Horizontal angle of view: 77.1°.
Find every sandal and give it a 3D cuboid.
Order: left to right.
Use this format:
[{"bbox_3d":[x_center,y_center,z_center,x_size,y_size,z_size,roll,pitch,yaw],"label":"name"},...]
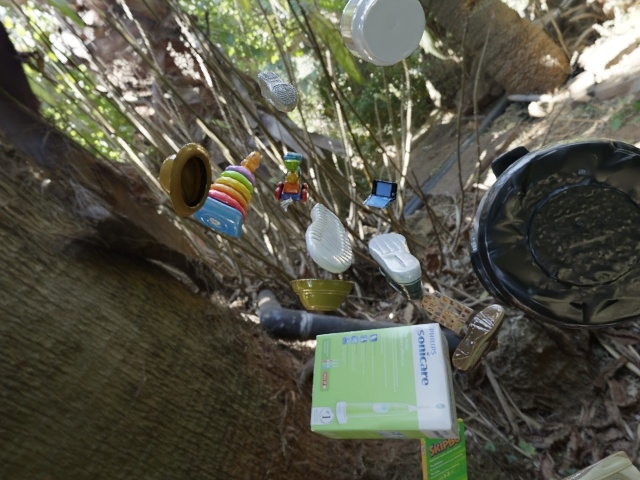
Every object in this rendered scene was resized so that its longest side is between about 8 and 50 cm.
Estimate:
[{"bbox_3d":[0.012,0.010,1.273,0.102,0.169,0.416,-48,12,19],"label":"sandal"}]

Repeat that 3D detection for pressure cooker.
[{"bbox_3d":[0.540,-0.016,0.902,0.420,0.375,0.370,-13,-64,-70],"label":"pressure cooker"}]

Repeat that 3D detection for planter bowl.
[{"bbox_3d":[0.005,0.184,1.323,0.217,0.217,0.090,-17,67,54],"label":"planter bowl"}]

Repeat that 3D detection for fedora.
[{"bbox_3d":[-0.355,-0.158,1.035,0.079,0.194,0.194,15,40,15],"label":"fedora"}]

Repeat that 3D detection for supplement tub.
[{"bbox_3d":[0.127,-0.449,0.842,0.144,0.144,0.200,-37,28,12],"label":"supplement tub"}]

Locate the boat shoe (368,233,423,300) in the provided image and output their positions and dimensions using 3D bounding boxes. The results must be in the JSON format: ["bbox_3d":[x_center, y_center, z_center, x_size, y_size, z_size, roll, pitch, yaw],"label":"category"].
[{"bbox_3d":[0.223,0.077,1.225,0.121,0.119,0.335,-13,21,3],"label":"boat shoe"}]

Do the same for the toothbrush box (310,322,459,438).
[{"bbox_3d":[0.134,0.309,0.869,0.283,0.122,0.206,-12,54,21],"label":"toothbrush box"}]

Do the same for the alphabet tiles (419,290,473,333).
[{"bbox_3d":[0.632,0.359,2.058,0.009,0.237,0.198,-44,-26,-41],"label":"alphabet tiles"}]

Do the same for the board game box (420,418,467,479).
[{"bbox_3d":[0.344,0.628,1.113,0.124,0.260,0.039,-3,1,-15],"label":"board game box"}]

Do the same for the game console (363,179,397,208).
[{"bbox_3d":[0.251,-0.195,1.686,0.122,0.107,0.071,17,19,38],"label":"game console"}]

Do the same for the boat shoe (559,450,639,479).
[{"bbox_3d":[0.611,0.637,0.967,0.341,0.121,0.110,-34,53,9],"label":"boat shoe"}]

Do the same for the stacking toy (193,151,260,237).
[{"bbox_3d":[-0.273,-0.178,1.302,0.175,0.165,0.302,117,177,-63],"label":"stacking toy"}]

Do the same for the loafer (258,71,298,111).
[{"bbox_3d":[-0.162,-0.564,1.561,0.102,0.092,0.268,-18,50,-18],"label":"loafer"}]

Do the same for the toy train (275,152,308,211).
[{"bbox_3d":[-0.093,-0.195,1.294,0.105,0.143,0.248,3,21,-1],"label":"toy train"}]

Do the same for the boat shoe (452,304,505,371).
[{"bbox_3d":[0.739,0.451,1.822,0.342,0.123,0.123,-60,22,5],"label":"boat shoe"}]
